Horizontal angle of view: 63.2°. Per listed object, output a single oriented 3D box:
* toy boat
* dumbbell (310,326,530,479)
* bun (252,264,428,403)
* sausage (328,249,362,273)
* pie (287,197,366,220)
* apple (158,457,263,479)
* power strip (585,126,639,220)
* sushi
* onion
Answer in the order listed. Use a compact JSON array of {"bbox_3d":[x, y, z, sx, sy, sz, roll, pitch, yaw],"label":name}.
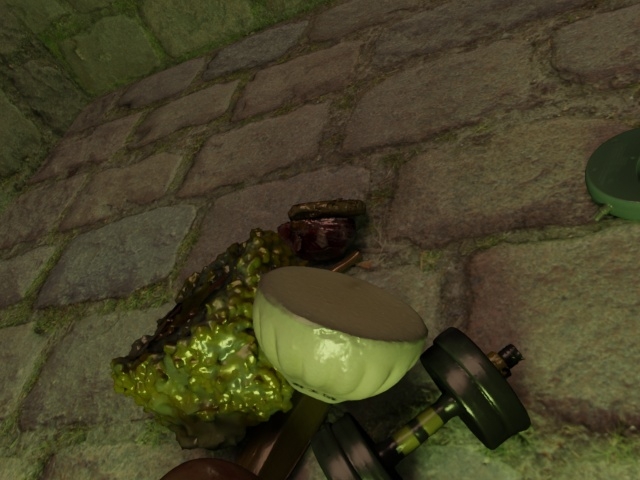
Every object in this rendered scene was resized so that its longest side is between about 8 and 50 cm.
[{"bbox_3d":[-0.082,0.343,0.954,0.121,0.089,0.321,4,51,47],"label":"toy boat"},{"bbox_3d":[0.148,0.287,0.785,0.388,0.185,0.185,-37,40,-4],"label":"dumbbell"},{"bbox_3d":[0.013,0.159,0.777,0.263,0.263,0.175,30,111,47],"label":"bun"},{"bbox_3d":[0.045,0.065,1.198,0.116,0.026,0.026,-36,40,-2],"label":"sausage"},{"bbox_3d":[0.013,-0.073,1.266,0.195,0.046,0.195,-6,1,0],"label":"pie"},{"bbox_3d":[-0.176,0.470,0.731,0.306,0.306,0.235,-43,41,-10],"label":"apple"},{"bbox_3d":[0.598,-0.125,0.996,0.167,0.054,0.253,13,57,44],"label":"power strip"},{"bbox_3d":[-0.186,0.195,0.982,0.396,0.240,0.351,-30,21,39],"label":"sushi"},{"bbox_3d":[0.000,0.000,1.240,0.206,0.151,0.098,-6,84,43],"label":"onion"}]
